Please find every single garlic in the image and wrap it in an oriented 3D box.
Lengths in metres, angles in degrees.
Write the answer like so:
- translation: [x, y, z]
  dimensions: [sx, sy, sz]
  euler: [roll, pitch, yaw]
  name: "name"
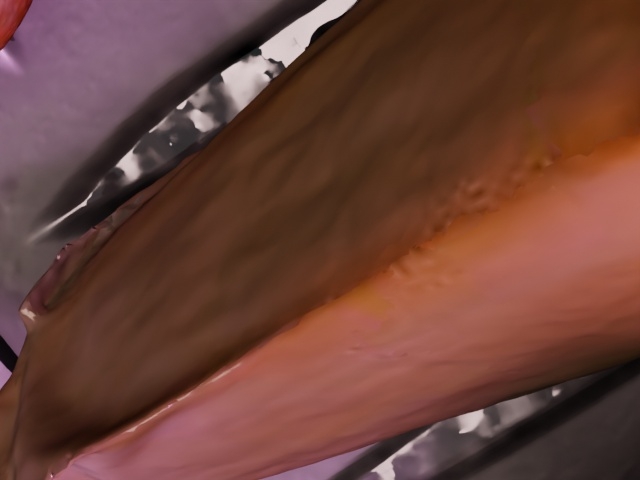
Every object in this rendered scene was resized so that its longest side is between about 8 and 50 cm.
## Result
- translation: [-0.004, 0.003, 0.509]
  dimensions: [0.338, 0.196, 0.151]
  euler: [-25, 86, 22]
  name: "garlic"

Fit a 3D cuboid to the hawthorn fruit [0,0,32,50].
- translation: [-0.170, -0.115, 0.517]
  dimensions: [0.173, 0.173, 0.172]
  euler: [3, 107, 9]
  name: "hawthorn fruit"
